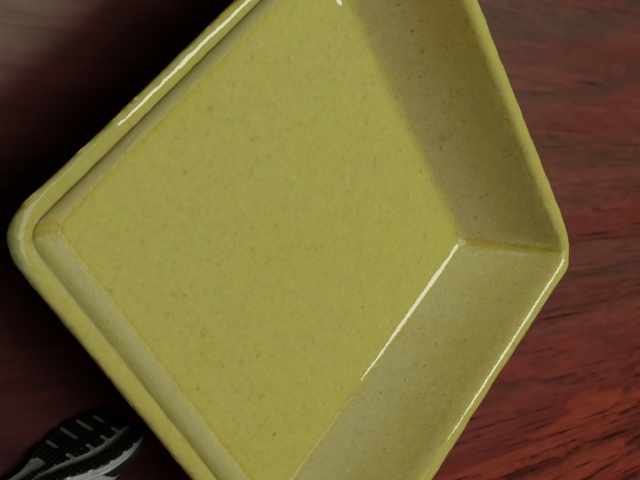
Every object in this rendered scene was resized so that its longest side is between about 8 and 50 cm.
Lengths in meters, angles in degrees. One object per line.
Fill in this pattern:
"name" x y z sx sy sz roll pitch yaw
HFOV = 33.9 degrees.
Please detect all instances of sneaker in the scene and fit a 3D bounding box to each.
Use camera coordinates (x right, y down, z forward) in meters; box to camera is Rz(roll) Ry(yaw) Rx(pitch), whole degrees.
"sneaker" -0.135 0.130 0.540 0.109 0.040 0.044 -34 136 -34

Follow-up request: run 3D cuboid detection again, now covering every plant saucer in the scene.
"plant saucer" 0.000 0.000 0.624 0.333 0.081 0.333 -51 129 -29
